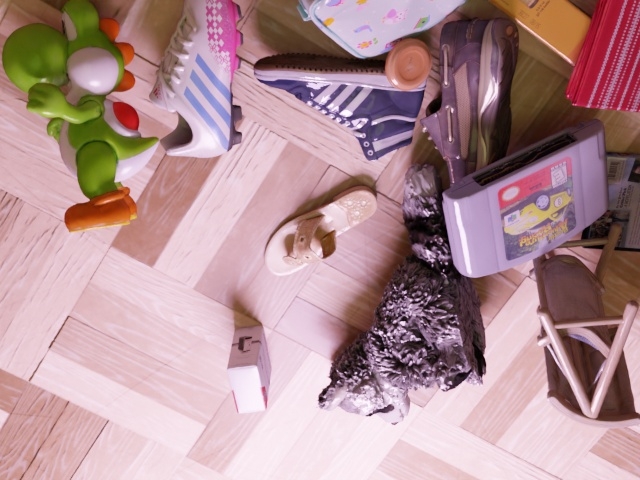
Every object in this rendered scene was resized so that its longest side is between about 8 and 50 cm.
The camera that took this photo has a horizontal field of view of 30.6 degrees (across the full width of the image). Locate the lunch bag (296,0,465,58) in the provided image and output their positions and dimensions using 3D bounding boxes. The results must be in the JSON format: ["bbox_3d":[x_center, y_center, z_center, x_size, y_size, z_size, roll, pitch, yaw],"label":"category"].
[{"bbox_3d":[0.082,-0.383,1.731,0.224,0.279,0.108,-28,70,16],"label":"lunch bag"}]

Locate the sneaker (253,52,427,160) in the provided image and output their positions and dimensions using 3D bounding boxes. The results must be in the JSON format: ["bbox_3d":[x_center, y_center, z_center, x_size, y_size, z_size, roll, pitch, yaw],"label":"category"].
[{"bbox_3d":[0.028,-0.216,1.899,0.282,0.099,0.153,3,115,-6],"label":"sneaker"}]

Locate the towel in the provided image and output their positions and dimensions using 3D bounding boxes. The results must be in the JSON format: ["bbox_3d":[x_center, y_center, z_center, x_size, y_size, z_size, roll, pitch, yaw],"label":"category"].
[{"bbox_3d":[0.530,-0.298,1.860,0.274,0.031,0.199,2,117,-26],"label":"towel"}]

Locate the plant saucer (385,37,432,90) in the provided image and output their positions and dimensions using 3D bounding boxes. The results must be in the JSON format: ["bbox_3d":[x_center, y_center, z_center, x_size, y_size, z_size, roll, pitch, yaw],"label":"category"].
[{"bbox_3d":[0.140,-0.275,1.833,0.083,0.013,0.084,-12,115,-27],"label":"plant saucer"}]

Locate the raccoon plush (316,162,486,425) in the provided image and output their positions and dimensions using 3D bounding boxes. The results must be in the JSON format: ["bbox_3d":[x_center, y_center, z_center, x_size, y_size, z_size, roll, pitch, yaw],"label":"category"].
[{"bbox_3d":[0.115,0.107,2.062,0.299,0.216,0.447,-11,88,19],"label":"raccoon plush"}]

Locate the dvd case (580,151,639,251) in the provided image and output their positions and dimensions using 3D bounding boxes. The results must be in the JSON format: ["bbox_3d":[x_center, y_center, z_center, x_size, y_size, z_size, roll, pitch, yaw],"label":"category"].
[{"bbox_3d":[0.591,-0.061,2.029,0.252,0.022,0.180,4,117,-3],"label":"dvd case"}]

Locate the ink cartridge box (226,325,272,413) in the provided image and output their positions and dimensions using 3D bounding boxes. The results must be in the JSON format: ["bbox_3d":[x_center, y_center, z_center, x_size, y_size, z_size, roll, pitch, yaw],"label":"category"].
[{"bbox_3d":[-0.126,0.231,2.099,0.056,0.135,0.099,-8,116,6],"label":"ink cartridge box"}]

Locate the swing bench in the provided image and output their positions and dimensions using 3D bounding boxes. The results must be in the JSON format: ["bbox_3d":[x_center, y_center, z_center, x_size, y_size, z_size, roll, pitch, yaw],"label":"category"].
[{"bbox_3d":[0.446,0.146,1.990,0.165,0.253,0.255,-5,121,8],"label":"swing bench"}]

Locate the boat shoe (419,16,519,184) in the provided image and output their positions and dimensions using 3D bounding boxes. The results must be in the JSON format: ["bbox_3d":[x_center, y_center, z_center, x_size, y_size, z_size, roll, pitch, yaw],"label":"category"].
[{"bbox_3d":[0.238,-0.203,1.911,0.130,0.132,0.356,16,123,20],"label":"boat shoe"}]

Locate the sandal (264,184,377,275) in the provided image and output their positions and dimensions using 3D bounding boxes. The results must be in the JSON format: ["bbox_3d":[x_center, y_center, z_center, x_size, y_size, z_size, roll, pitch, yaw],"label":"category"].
[{"bbox_3d":[-0.004,-0.005,2.014,0.240,0.079,0.088,-36,112,16],"label":"sandal"}]

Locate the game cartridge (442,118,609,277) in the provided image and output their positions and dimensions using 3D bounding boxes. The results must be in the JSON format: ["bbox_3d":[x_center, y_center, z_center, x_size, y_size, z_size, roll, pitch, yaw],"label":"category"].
[{"bbox_3d":[0.343,-0.060,1.915,0.294,0.060,0.196,-26,134,-12],"label":"game cartridge"}]

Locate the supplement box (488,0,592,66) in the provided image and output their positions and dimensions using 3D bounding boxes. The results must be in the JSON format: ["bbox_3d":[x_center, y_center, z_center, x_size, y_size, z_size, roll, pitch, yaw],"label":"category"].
[{"bbox_3d":[0.332,-0.375,1.837,0.233,0.080,0.078,33,109,-18],"label":"supplement box"}]

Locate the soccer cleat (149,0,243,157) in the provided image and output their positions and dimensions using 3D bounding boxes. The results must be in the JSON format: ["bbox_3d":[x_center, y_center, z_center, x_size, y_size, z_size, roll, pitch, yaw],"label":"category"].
[{"bbox_3d":[-0.200,-0.278,1.842,0.143,0.116,0.331,-10,120,-18],"label":"soccer cleat"}]

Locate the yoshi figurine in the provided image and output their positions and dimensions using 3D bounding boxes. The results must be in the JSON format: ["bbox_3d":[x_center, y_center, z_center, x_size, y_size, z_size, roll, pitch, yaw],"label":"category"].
[{"bbox_3d":[-0.401,-0.194,1.843,0.203,0.203,0.362,-5,96,38],"label":"yoshi figurine"}]
